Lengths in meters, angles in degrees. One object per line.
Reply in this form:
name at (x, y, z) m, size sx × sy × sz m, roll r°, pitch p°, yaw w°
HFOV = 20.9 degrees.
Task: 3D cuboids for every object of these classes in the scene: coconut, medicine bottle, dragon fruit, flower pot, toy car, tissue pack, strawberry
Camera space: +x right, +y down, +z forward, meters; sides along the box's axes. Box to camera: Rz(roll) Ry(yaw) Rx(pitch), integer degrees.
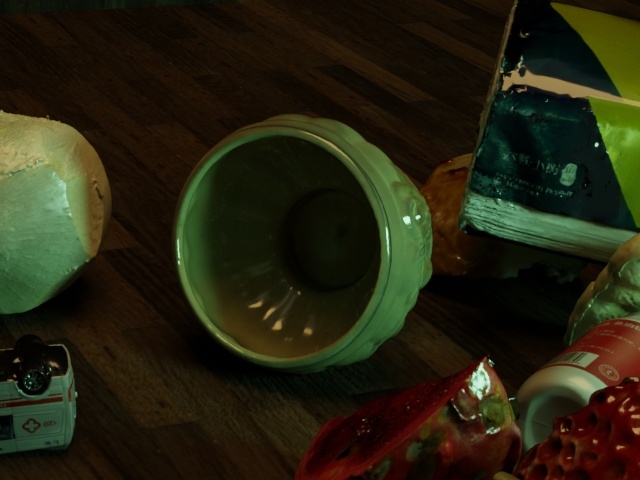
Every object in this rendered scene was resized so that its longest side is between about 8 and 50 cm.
coconut at (-0.383, -0.033, 2.133) m, size 0.245 × 0.245 × 0.247 m, roll 4°, pitch 22°, yaw 1°
medicine bottle at (0.311, 0.163, 1.873) m, size 0.131 × 0.131 × 0.250 m, roll 16°, pitch 24°, yaw 29°
dragon fruit at (0.068, 0.241, 1.658) m, size 0.211 × 0.134 × 0.262 m, roll -39°, pitch 7°, yaw -35°
flower pot at (0.000, 0.000, 2.053) m, size 0.307 × 0.307 × 0.244 m, roll 13°, pitch 9°, yaw 22°
toy car at (-0.358, 0.169, 1.797) m, size 0.209 × 0.108 × 0.089 m, roll -5°, pitch 25°, yaw -10°
tissue pack at (0.399, -0.109, 2.111) m, size 0.416 × 0.253 × 0.264 m, roll 15°, pitch 36°, yaw 4°
strawberry at (0.274, 0.245, 1.522) m, size 0.280 × 0.253 × 0.150 m, roll 1°, pitch 35°, yaw 1°

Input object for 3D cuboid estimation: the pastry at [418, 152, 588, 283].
pastry at (0.222, -0.039, 2.329) m, size 0.236 × 0.170 × 0.256 m, roll -6°, pitch 19°, yaw -29°

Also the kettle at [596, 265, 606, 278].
kettle at (0.416, -0.015, 2.320) m, size 0.127 × 0.148 × 0.098 m, roll 2°, pitch 22°, yaw -2°

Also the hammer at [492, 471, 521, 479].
hammer at (0.216, 0.234, 1.445) m, size 0.062 × 0.013 × 0.199 m, roll -8°, pitch 20°, yaw -40°

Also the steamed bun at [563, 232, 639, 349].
steamed bun at (0.405, 0.068, 2.009) m, size 0.231 × 0.212 × 0.110 m, roll 13°, pitch 45°, yaw 15°
